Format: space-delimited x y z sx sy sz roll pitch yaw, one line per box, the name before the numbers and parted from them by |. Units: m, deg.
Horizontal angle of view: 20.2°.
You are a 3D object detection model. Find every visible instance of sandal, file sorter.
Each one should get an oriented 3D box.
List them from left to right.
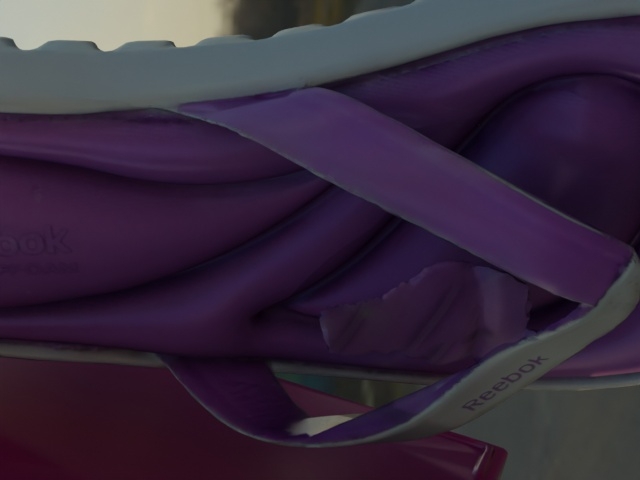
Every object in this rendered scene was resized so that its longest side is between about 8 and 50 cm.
file sorter | -0.103 0.146 0.690 0.202 0.290 0.182 -35 -39 -74
sandal | 0.003 0.011 0.586 0.102 0.416 0.169 -81 -17 -46
